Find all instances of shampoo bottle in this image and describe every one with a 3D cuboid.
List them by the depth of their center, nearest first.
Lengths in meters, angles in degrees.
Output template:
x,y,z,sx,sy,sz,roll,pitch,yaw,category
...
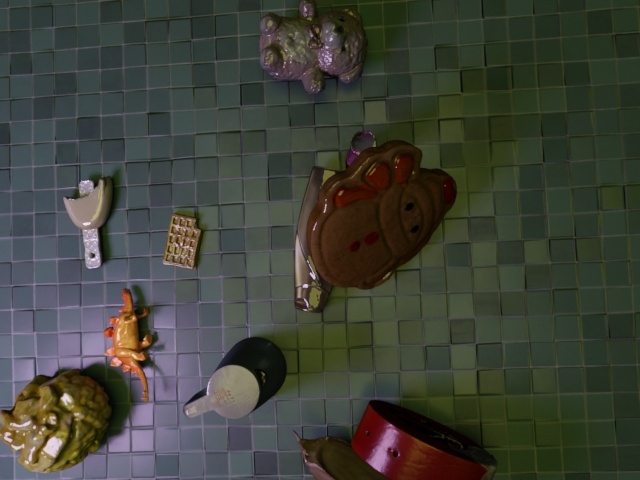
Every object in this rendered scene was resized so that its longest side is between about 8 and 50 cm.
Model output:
x,y,z,sx,sy,sz,roll,pitch,yaw,category
0.000,0.000,1.285,0.126,0.084,0.350,11,89,-1,shampoo bottle

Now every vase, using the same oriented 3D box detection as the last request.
x,y,z,sx,sy,sz,roll,pitch,yaw,category
0.099,-0.201,1.221,0.086,0.214,0.086,0,87,4,vase

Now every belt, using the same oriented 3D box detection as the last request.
x,y,z,sx,sy,sz,roll,pitch,yaw,category
0.236,0.478,1.171,0.324,0.227,0.115,23,91,6,belt

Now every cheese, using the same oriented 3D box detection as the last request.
x,y,z,sx,sy,sz,roll,pitch,yaw,category
-0.587,-0.045,1.346,0.127,0.050,0.234,-8,88,1,cheese

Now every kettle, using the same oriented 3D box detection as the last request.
x,y,z,sx,sy,sz,roll,pitch,yaw,category
-0.199,0.327,1.203,0.211,0.243,0.159,-20,86,4,kettle

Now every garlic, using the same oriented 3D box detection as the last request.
x,y,z,sx,sy,sz,roll,pitch,yaw,category
0.072,0.545,1.203,0.151,0.196,0.338,-43,77,-13,garlic

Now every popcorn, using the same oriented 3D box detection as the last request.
x,y,z,sx,sy,sz,roll,pitch,yaw,category
-0.641,0.430,1.253,0.259,0.212,0.259,0,86,-3,popcorn

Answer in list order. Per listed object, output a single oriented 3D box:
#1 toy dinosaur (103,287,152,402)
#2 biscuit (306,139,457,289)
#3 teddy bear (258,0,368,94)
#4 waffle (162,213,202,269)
x,y,z,sx,sy,sz,roll,pitch,yaw,category
-0.485,0.264,1.316,0.117,0.070,0.288,-12,82,14,toy dinosaur
0.145,-0.052,1.190,0.381,0.358,0.074,-26,43,-8,biscuit
-0.019,-0.471,1.278,0.267,0.151,0.235,-1,88,8,teddy bear
-0.350,0.002,1.341,0.092,0.021,0.135,11,89,6,waffle
